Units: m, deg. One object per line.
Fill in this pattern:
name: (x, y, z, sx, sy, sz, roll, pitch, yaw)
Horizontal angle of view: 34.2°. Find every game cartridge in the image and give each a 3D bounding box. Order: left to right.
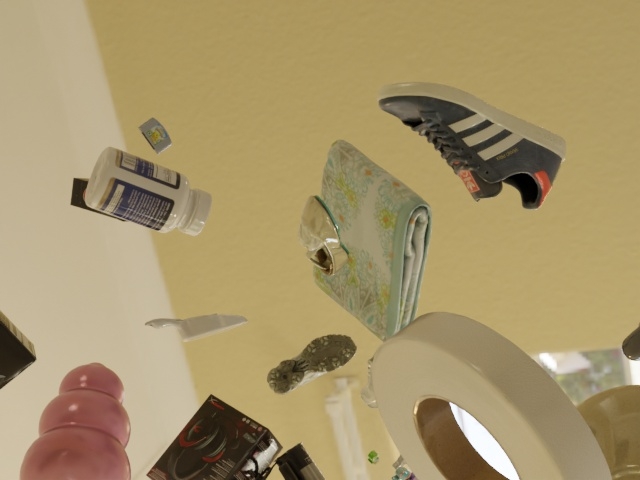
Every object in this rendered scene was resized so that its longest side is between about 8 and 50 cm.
game cartridge: (-0.411, -0.263, 2.598, 0.056, 0.017, 0.083, -43, -76, -32)

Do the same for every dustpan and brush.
dustpan and brush: (-0.276, 0.180, 2.199, 0.211, 0.147, 0.060, -11, -99, -43)

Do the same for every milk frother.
milk frother: (-0.073, 0.589, 2.519, 0.134, 0.143, 0.129, 55, -147, 13)

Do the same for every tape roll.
tape roll: (0.224, 0.277, 1.418, 0.072, 0.392, 0.392, -34, -59, -27)

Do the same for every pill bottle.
pill bottle: (-0.250, -0.066, 1.526, 0.169, 0.094, 0.094, 21, -126, -22)

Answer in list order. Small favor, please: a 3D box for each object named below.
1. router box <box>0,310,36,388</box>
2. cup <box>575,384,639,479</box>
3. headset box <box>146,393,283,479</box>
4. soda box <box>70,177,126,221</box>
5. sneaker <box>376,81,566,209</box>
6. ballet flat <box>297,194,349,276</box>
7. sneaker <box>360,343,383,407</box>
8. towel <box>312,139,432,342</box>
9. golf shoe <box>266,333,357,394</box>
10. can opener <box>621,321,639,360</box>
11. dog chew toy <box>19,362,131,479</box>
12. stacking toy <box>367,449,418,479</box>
router box: (-0.681, 0.204, 1.757, 0.243, 0.309, 0.081, 54, 174, -24)
cup: (0.519, 0.418, 1.677, 0.237, 0.331, 0.331, -10, -88, -71)
headset box: (-0.271, 0.562, 2.586, 0.293, 0.218, 0.110, -51, -39, -19)
soda box: (-0.408, -0.080, 2.001, 0.053, 0.169, 0.060, 0, -78, -51)
sneaker: (0.247, -0.151, 1.742, 0.131, 0.350, 0.148, 168, 120, -74)
ballet flat: (0.000, 0.000, 2.019, 0.248, 0.086, 0.086, 62, -152, -60)
sneaker: (0.132, 0.253, 2.021, 0.092, 0.228, 0.087, 41, -127, -1)
towel: (0.102, 0.007, 2.305, 0.090, 0.320, 0.374, -15, -53, -33)
golf shoe: (-0.017, 0.227, 1.926, 0.086, 0.176, 0.069, 91, 154, -77)
can opener: (0.456, 0.076, 1.090, 0.095, 0.283, 0.076, -1, -112, -53)
dog chew toy: (-0.461, 0.383, 2.020, 0.206, 0.207, 0.331, 61, -158, -44)
stacking toy: (0.226, 0.609, 2.674, 0.052, 0.167, 0.221, -53, -34, 4)
